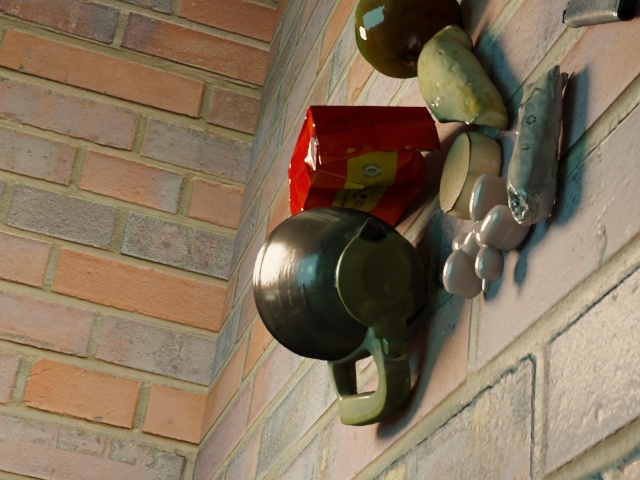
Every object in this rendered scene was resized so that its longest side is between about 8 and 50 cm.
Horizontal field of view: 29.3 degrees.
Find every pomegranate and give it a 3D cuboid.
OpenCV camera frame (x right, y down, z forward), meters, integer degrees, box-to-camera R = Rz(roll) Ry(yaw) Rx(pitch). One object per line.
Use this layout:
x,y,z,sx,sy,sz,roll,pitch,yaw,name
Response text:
0.138,-0.370,2.020,0.210,0.179,0.180,-101,26,-43,pomegranate

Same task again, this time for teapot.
0.034,0.101,1.832,0.239,0.239,0.322,-9,63,66,teapot

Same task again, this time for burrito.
0.256,-0.113,1.446,0.064,0.064,0.203,131,152,-66,burrito

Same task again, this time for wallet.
0.342,-0.353,1.390,0.167,0.036,0.222,-150,73,-78,wallet

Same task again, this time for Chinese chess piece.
0.206,-0.089,1.681,0.122,0.051,0.122,-168,90,-79,Chinese chess piece

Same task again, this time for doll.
0.204,0.003,1.549,0.161,0.059,0.160,-102,30,-64,doll

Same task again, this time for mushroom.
0.201,-0.219,1.785,0.333,0.087,0.107,-102,27,-59,mushroom

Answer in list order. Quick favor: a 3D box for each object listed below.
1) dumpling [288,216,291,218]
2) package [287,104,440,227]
0.000,0.000,2.433,0.172,0.142,0.247,-42,-10,-24,dumpling
0.058,-0.114,1.940,0.423,0.195,0.123,113,154,-75,package
